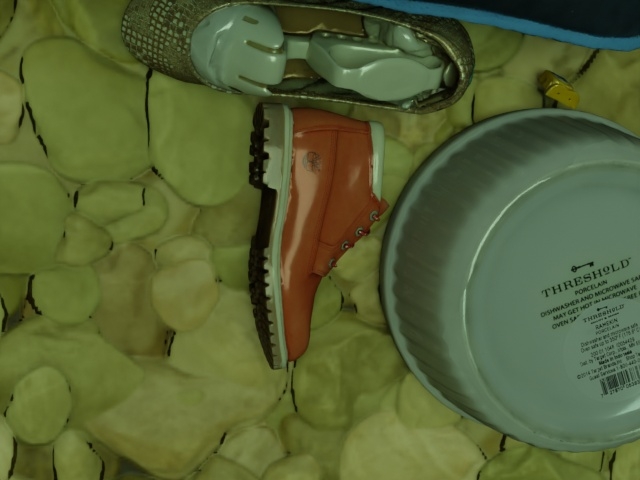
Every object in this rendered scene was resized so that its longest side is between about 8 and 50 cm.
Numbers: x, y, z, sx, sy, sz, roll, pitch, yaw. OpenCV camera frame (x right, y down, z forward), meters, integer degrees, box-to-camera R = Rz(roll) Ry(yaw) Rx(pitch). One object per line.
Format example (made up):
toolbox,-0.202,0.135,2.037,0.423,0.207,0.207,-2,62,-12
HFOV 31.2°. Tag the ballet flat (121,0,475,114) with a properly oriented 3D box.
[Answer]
ballet flat,-0.008,-0.109,0.646,0.206,0.067,0.073,1,120,-9

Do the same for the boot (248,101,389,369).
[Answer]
boot,0.000,0.000,0.678,0.084,0.059,0.158,2,98,-16

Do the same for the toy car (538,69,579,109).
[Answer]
toy car,0.195,-0.109,0.701,0.122,0.040,0.060,8,119,-14

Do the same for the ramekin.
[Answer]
ramekin,0.146,0.026,0.681,0.207,0.109,0.207,-2,100,-11

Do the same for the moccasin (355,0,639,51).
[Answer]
moccasin,0.040,-0.191,0.623,0.342,0.138,0.117,5,111,-24
